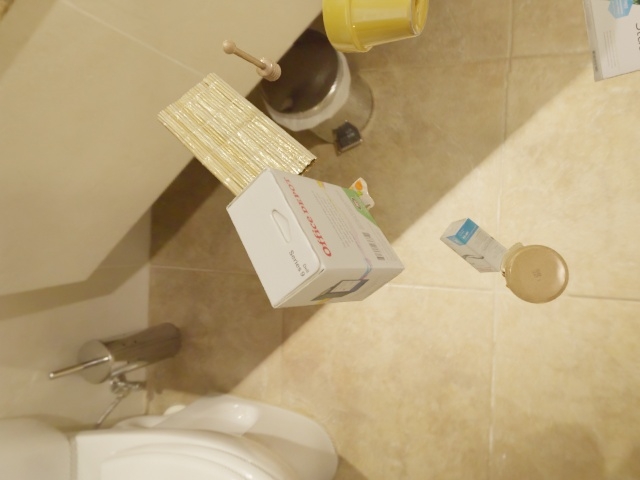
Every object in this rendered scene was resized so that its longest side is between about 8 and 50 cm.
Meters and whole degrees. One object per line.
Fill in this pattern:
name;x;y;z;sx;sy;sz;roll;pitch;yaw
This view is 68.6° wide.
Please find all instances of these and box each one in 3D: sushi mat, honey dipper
sushi mat;-0.164;-0.192;0.883;0.151;0.019;0.316;-43;68;-9
honey dipper;-0.099;-0.266;0.691;0.031;0.161;0.030;2;97;15

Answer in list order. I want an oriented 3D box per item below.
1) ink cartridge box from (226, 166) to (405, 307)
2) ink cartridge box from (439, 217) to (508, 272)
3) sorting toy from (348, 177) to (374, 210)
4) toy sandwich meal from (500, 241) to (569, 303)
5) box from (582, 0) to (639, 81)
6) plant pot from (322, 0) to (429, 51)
ink cartridge box;0.000;0.000;0.634;0.093;0.212;0.154;-40;67;24
ink cartridge box;0.402;0.026;1.181;0.180;0.104;0.060;39;81;-2
sorting toy;0.102;-0.104;1.199;0.075;0.045;0.083;44;147;9
toy sandwich meal;0.280;0.043;0.618;0.086;0.029;0.085;-2;82;14
box;0.844;-0.556;1.168;0.322;0.058;0.232;-13;99;10
plant pot;0.167;-0.665;1.324;0.239;0.254;0.253;12;94;25
